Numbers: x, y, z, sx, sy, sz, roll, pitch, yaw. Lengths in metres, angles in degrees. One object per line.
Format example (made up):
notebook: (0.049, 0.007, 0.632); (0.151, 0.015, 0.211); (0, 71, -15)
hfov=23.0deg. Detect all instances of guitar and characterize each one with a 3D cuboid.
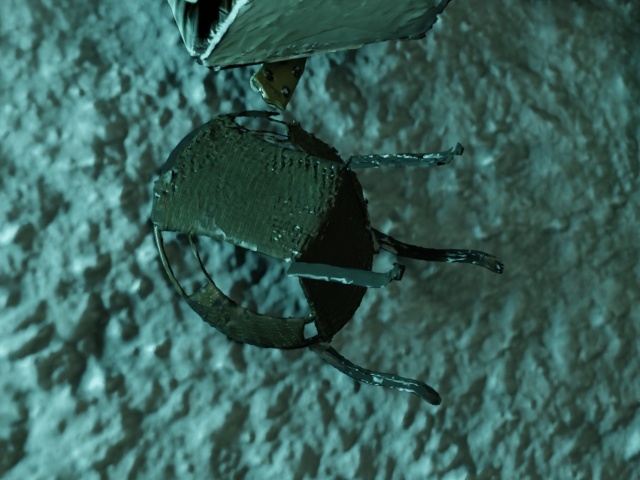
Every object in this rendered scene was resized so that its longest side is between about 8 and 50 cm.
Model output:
guitar: (0.010, -0.192, 1.194); (0.084, 0.038, 0.271); (38, 56, -12)

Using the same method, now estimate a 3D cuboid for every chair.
chair: (0.000, 0.000, 1.091); (0.213, 0.149, 0.174); (15, 59, 23)

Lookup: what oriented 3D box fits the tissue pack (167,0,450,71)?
tissue pack: (-0.038, -0.328, 1.097); (0.210, 0.198, 0.370); (-13, 71, -26)
